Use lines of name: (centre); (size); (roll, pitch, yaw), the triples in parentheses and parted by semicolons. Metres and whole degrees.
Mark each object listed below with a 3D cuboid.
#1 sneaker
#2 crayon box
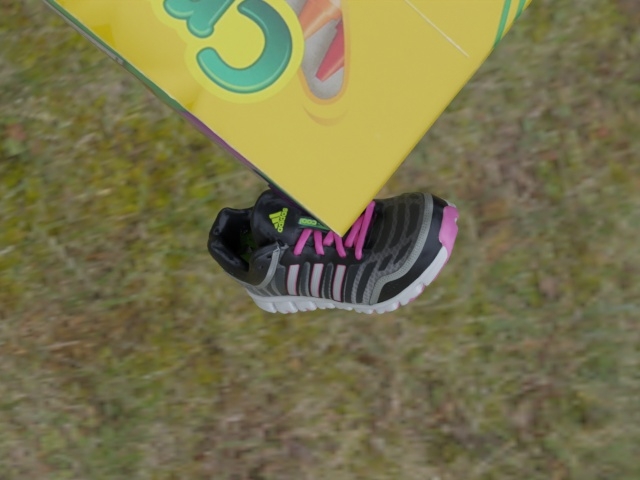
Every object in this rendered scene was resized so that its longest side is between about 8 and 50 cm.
sneaker: (0.000, 0.000, 1.066); (0.075, 0.170, 0.063); (33, 63, -34)
crayon box: (-0.037, -0.236, 0.854); (0.363, 0.106, 0.313); (39, 87, -18)
